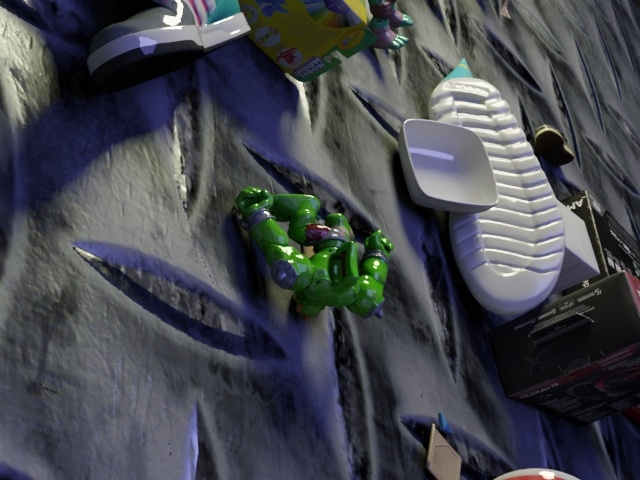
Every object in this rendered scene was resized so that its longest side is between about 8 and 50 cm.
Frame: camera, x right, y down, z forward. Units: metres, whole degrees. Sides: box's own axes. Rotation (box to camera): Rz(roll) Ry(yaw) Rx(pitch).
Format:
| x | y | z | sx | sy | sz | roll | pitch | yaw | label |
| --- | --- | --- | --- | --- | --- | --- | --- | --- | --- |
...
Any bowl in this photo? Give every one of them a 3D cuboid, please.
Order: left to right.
| x | y | z | sx | sy | sz | roll | pitch | yaw | label |
| --- | --- | --- | --- | --- | --- | --- | --- | --- | --- |
| 0.173 | -0.097 | 1.635 | 0.142 | 0.053 | 0.142 | 6 | 56 | -26 | bowl |

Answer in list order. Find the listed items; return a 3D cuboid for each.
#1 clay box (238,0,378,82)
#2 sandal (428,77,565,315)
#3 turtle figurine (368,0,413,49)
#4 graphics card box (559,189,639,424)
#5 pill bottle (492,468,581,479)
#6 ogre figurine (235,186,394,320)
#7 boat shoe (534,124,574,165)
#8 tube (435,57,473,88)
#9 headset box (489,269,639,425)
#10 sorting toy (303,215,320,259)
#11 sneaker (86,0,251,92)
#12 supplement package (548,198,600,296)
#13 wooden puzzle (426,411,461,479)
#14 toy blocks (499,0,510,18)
| x | y | z | sx | sy | sz | roll | pitch | yaw | label |
| --- | --- | --- | --- | --- | --- | --- | --- | --- | --- |
| -0.042 | -0.290 | 1.388 | 0.222 | 0.127 | 0.053 | 39 | 36 | -40 | clay box |
| 0.257 | -0.063 | 1.729 | 0.102 | 0.169 | 0.416 | 96 | -11 | -58 | sandal |
| 0.096 | -0.407 | 1.691 | 0.175 | 0.118 | 0.234 | -49 | 144 | -44 | turtle figurine |
| 0.516 | 0.119 | 2.043 | 0.232 | 0.094 | 0.371 | 34 | 40 | -43 | graphics card box |
| 0.229 | 0.394 | 1.220 | 0.161 | 0.161 | 0.283 | 51 | 30 | -23 | pill bottle |
| 0.001 | 0.017 | 1.228 | 0.197 | 0.096 | 0.118 | 42 | 28 | -43 | ogre figurine |
| 0.443 | -0.190 | 2.236 | 0.152 | 0.056 | 0.049 | 37 | 31 | -57 | boat shoe |
| 0.235 | -0.255 | 1.938 | 0.207 | 0.052 | 0.080 | -41 | 114 | -68 | tube |
| 0.397 | 0.158 | 1.661 | 0.293 | 0.218 | 0.110 | 25 | 44 | -50 | headset box |
| 0.000 | 0.000 | 1.330 | 0.062 | 0.012 | 0.083 | 30 | 45 | -40 | sorting toy |
| -0.169 | -0.256 | 1.132 | 0.178 | 0.123 | 0.295 | 65 | 19 | -8 | sneaker |
| 0.348 | 0.002 | 1.839 | 0.179 | 0.105 | 0.105 | 30 | 42 | -48 | supplement package |
| 0.142 | 0.260 | 1.351 | 0.079 | 0.014 | 0.116 | 58 | 27 | -19 | wooden puzzle |
| 0.339 | -0.605 | 2.282 | 0.308 | 0.260 | 0.288 | 11 | 23 | -29 | toy blocks |
